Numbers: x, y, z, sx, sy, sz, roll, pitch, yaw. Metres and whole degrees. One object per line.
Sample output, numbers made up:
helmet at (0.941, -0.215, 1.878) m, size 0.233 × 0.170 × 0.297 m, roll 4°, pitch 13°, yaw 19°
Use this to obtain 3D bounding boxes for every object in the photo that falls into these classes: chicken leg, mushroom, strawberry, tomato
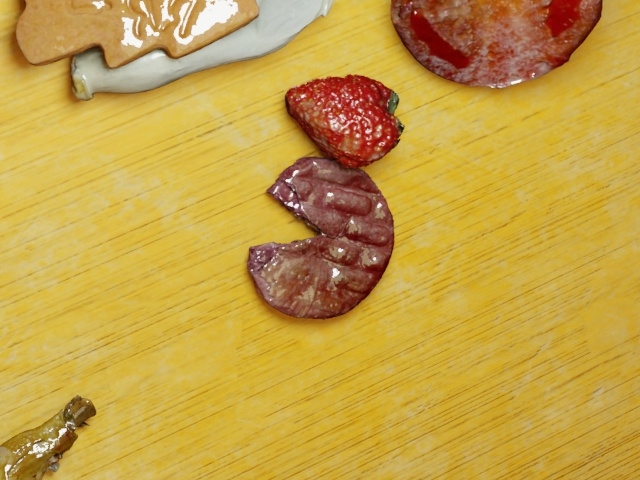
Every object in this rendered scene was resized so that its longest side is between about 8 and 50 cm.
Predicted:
chicken leg at (-0.361, 0.285, 2.003) m, size 0.101 × 0.085 × 0.207 m, roll 42°, pitch 74°, yaw 17°
mushroom at (-0.146, -0.255, 1.942) m, size 0.351 × 0.109 × 0.097 m, roll -23°, pitch 129°, yaw -16°
strawberry at (0.031, -0.152, 2.035) m, size 0.148 × 0.131 × 0.131 m, roll -8°, pitch 106°, yaw -14°
tomato at (0.232, -0.358, 2.039) m, size 0.309 × 0.170 × 0.309 m, roll -2°, pitch 142°, yaw -1°

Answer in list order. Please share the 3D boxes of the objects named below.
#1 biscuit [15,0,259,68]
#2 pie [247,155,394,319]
biscuit at (-0.218, -0.318, 1.864) m, size 0.306 × 0.043 × 0.284 m, roll 16°, pitch 83°, yaw -1°
pie at (0.000, 0.000, 2.101) m, size 0.204 × 0.054 × 0.219 m, roll 31°, pitch 88°, yaw -26°
